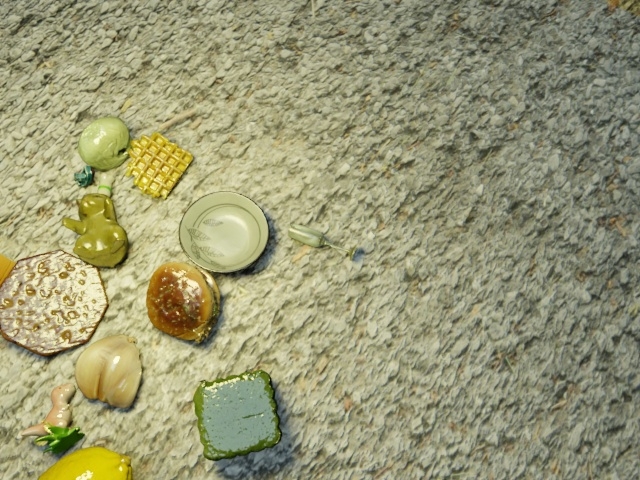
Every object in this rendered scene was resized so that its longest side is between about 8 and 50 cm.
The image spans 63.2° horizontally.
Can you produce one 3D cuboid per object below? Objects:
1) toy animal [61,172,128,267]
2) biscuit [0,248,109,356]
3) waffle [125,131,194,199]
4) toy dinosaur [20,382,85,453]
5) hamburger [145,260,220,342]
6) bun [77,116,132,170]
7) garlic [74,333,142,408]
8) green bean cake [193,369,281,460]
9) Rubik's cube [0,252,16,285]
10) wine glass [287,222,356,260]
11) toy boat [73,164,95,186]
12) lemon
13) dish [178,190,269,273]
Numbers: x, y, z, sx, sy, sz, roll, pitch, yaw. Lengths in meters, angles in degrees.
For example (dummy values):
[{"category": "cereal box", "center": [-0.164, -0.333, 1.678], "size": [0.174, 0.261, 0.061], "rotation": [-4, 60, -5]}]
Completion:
[{"category": "toy animal", "center": [-0.789, -0.086, 1.819], "size": [0.181, 0.180, 0.363], "rotation": [-22, 71, -5]}, {"category": "biscuit", "center": [-0.901, 0.205, 1.747], "size": [0.358, 0.046, 0.360], "rotation": [5, 74, -17]}, {"category": "waffle", "center": [-0.621, -0.285, 1.925], "size": [0.219, 0.057, 0.229], "rotation": [35, 70, -12]}, {"category": "toy dinosaur", "center": [-0.830, 0.553, 1.617], "size": [0.194, 0.152, 0.177], "rotation": [-39, 69, -21]}, {"category": "hamburger", "center": [-0.461, 0.209, 1.737], "size": [0.243, 0.146, 0.286], "rotation": [-26, 91, 9]}, {"category": "bun", "center": [-0.774, -0.343, 1.891], "size": [0.221, 0.221, 0.108], "rotation": [-41, 77, -15]}, {"category": "garlic", "center": [-0.687, 0.412, 1.689], "size": [0.217, 0.110, 0.228], "rotation": [10, 71, 4]}, {"category": "green bean cake", "center": [-0.257, 0.547, 1.636], "size": [0.249, 0.156, 0.247], "rotation": [-12, 73, -7]}, {"category": "Rubik's cube", "center": [-1.208, 0.133, 1.662], "size": [0.290, 0.291, 0.292], "rotation": [18, 70, 3]}, {"category": "wine glass", "center": [0.000, 0.000, 1.889], "size": [0.262, 0.074, 0.074], "rotation": [20, 71, 5]}, {"category": "toy boat", "center": [-0.865, -0.232, 1.893], "size": [0.060, 0.137, 0.060], "rotation": [-4, 77, -35]}, {"category": "lemon", "center": [-0.679, 0.744, 1.495], "size": [0.321, 0.268, 0.268], "rotation": [-27, 74, -14]}, {"category": "dish", "center": [-0.340, -0.016, 1.859], "size": [0.316, 0.106, 0.317], "rotation": [2, 70, -5]}]
